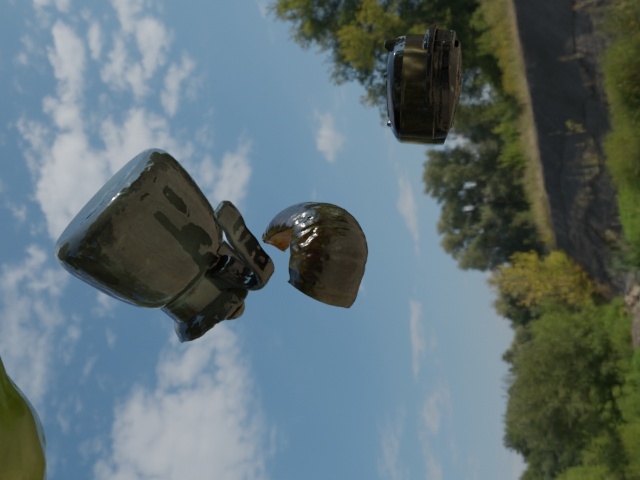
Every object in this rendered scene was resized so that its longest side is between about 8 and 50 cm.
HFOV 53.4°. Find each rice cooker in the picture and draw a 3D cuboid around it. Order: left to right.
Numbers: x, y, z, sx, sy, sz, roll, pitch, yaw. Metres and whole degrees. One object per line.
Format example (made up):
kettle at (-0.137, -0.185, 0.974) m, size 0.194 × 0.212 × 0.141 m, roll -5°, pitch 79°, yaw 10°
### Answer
rice cooker at (0.141, -0.208, 0.871) m, size 0.112 × 0.107 × 0.165 m, roll -69°, pitch -27°, yaw -49°

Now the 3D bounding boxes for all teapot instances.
teapot at (-0.191, 0.008, 0.947) m, size 0.285 × 0.305 × 0.223 m, roll 45°, pitch -153°, yaw -23°

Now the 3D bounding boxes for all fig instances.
fig at (-0.476, 0.286, 0.834) m, size 0.233 × 0.233 × 0.314 m, roll -52°, pitch -18°, yaw -61°

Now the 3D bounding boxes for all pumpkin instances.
pumpkin at (0.000, 0.000, 0.878) m, size 0.119 × 0.183 × 0.107 m, roll 10°, pitch -67°, yaw -34°
